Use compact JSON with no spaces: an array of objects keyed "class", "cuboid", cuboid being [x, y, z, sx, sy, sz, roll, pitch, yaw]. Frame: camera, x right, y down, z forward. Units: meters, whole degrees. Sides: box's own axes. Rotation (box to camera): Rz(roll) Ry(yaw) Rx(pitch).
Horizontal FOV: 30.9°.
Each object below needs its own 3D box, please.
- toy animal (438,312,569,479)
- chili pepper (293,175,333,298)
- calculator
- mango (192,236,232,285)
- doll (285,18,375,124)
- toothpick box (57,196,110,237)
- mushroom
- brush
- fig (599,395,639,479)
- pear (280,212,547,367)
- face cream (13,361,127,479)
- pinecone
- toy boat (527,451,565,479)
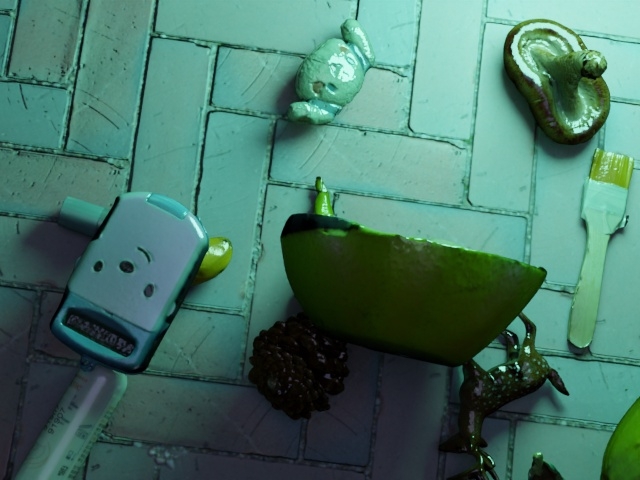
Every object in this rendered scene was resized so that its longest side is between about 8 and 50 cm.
[{"class":"toy animal","cuboid":[0.273,0.248,1.826,0.243,0.087,0.260,-24,80,-7]},{"class":"chili pepper","cuboid":[0.001,0.000,1.871,0.049,0.043,0.208,5,73,21]},{"class":"calculator","cuboid":[-0.290,0.065,1.749,0.173,0.051,0.293,26,80,4]},{"class":"mango","cuboid":[-0.236,0.024,1.827,0.190,0.075,0.098,8,84,-10]},{"class":"doll","cuboid":[0.018,-0.271,1.903,0.103,0.071,0.214,38,70,-10]},{"class":"toothpick box","cuboid":[-0.368,-0.034,1.834,0.083,0.052,0.052,19,79,0]},{"class":"mushroom","cuboid":[0.400,-0.281,1.862,0.148,0.217,0.227,-36,85,-9]},{"class":"brush","cuboid":[0.456,0.014,1.916,0.085,0.020,0.337,15,80,-3]},{"class":"fig","cuboid":[0.590,0.340,1.729,0.343,0.343,0.343,1,80,-5]},{"class":"pear","cuboid":[0.120,0.085,1.690,0.398,0.399,0.165,12,85,-3]},{"class":"face cream","cuboid":[-0.366,0.267,1.767,0.082,0.082,0.269,29,78,0]},{"class":"pinecone","cuboid":[-0.028,0.186,1.781,0.173,0.173,0.174,1,80,-5]},{"class":"toy boat","cuboid":[0.373,0.460,1.793,0.108,0.099,0.293,-20,90,-8]}]
